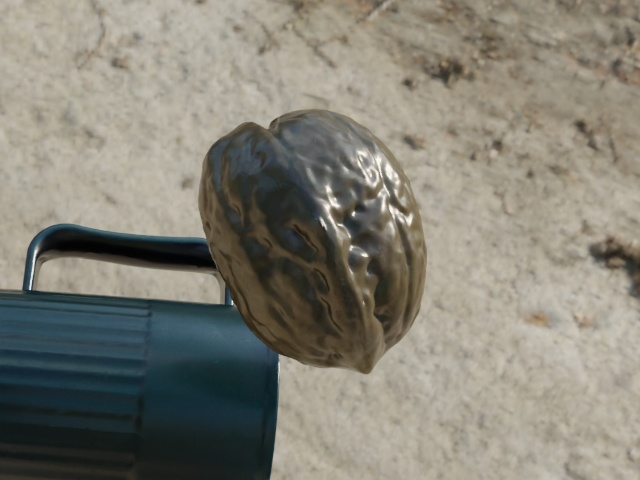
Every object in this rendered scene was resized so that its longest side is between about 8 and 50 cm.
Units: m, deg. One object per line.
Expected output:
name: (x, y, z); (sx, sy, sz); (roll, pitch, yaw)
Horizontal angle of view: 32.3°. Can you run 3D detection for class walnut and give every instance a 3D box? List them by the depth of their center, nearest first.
walnut: (-0.001, 0.001, 0.903); (0.178, 0.178, 0.230); (-14, 77, -32)

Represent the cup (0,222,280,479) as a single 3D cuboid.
cup: (-0.199, 0.142, 1.107); (0.292, 0.307, 0.242); (5, 0, -9)
